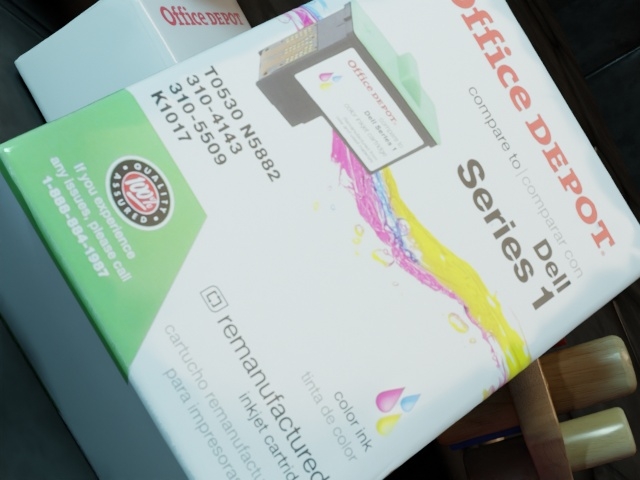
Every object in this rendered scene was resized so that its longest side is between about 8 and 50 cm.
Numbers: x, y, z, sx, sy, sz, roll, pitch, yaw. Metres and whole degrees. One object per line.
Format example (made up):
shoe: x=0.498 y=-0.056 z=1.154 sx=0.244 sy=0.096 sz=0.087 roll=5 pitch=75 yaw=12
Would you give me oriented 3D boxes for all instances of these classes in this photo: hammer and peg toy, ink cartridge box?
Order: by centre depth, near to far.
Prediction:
ink cartridge box: x=0.000 y=0.000 z=0.582 sx=0.278 sy=0.117 sz=0.201 roll=-31 pitch=91 yaw=-32
ink cartridge box: x=-0.064 y=-0.042 z=0.723 sx=0.212 sy=0.093 sz=0.154 roll=62 pitch=20 yaw=-1
hammer and peg toy: x=0.142 y=0.068 z=0.880 sx=0.361 sy=0.127 sz=0.266 roll=58 pitch=17 yaw=-64
